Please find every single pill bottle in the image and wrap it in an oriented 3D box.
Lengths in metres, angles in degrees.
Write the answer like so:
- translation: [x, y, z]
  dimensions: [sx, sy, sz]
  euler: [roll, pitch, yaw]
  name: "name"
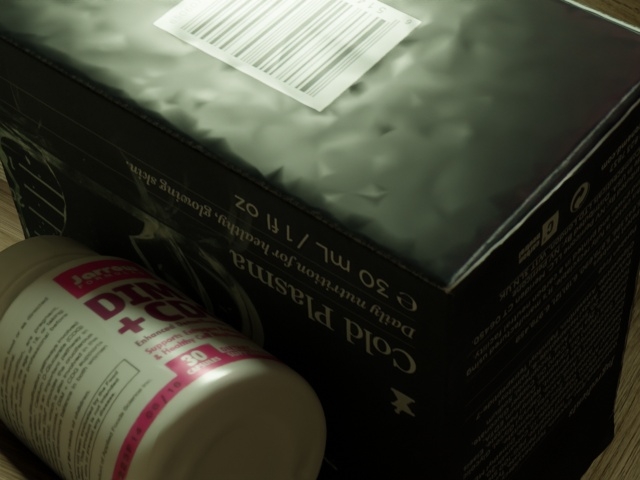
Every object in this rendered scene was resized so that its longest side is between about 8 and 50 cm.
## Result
- translation: [-0.141, 0.107, 1.006]
  dimensions: [0.283, 0.160, 0.160]
  euler: [29, -1, 44]
  name: "pill bottle"

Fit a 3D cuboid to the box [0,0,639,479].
- translation: [0.000, 0.000, 1.173]
  dimensions: [0.480, 0.297, 0.472]
  euler: [30, -32, 28]
  name: "box"
